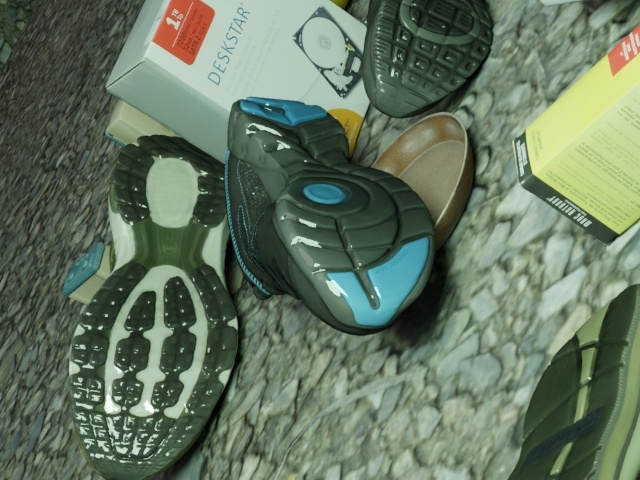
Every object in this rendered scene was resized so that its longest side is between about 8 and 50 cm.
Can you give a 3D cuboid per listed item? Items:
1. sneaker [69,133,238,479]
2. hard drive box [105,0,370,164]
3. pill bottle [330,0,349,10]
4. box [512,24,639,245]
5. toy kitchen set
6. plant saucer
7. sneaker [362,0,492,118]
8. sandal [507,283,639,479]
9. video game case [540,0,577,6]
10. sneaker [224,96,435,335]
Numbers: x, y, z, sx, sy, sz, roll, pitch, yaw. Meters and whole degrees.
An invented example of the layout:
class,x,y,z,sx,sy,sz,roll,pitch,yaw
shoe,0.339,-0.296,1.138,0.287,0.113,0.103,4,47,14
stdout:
class,x,y,z,sx,sy,sz,roll,pitch,yaw
sneaker,-0.161,0.088,1.398,0.182,0.158,0.410,101,177,-48
hard drive box,-0.067,-0.171,1.343,0.089,0.232,0.181,-21,44,55
pill bottle,-0.033,-0.270,1.539,0.119,0.119,0.209,-3,58,62
box,0.231,-0.100,0.856,0.232,0.087,0.058,-44,27,31
toy kitchen set,-0.252,-0.046,1.694,0.166,0.122,0.207,-35,32,42
plant saucer,0.075,-0.029,1.147,0.168,0.029,0.168,-45,26,29
sneaker,0.091,-0.205,1.265,0.130,0.109,0.286,-47,17,48
sandal,0.149,0.147,0.732,0.120,0.086,0.303,-38,16,50
video game case,0.263,-0.249,0.995,0.190,0.022,0.173,-48,21,-15
sneaker,0.000,0.000,1.122,0.341,0.125,0.140,-118,35,-60
